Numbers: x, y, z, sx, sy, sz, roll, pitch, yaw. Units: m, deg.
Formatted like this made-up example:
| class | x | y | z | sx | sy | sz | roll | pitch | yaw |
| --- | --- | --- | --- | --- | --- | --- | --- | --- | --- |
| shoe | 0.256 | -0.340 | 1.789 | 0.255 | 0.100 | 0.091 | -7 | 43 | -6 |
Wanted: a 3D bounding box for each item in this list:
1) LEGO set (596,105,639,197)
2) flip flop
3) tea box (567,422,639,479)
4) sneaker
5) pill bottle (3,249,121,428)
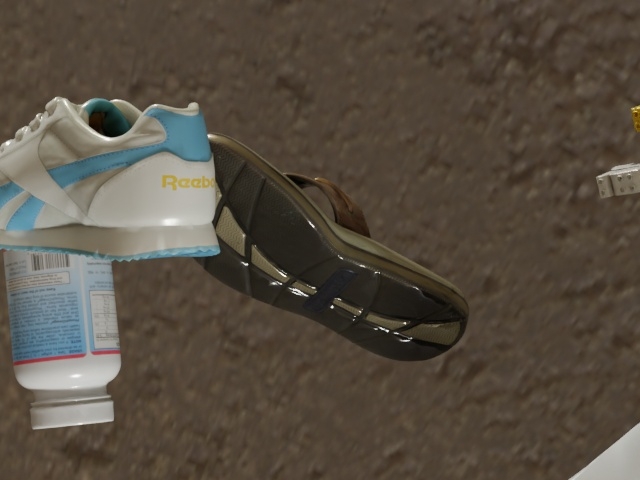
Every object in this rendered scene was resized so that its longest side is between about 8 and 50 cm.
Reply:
| class | x | y | z | sx | sy | sz | roll | pitch | yaw |
| --- | --- | --- | --- | --- | --- | --- | --- | --- | --- |
| LEGO set | 0.305 | -0.087 | 1.490 | 0.093 | 0.227 | 0.087 | -21 | 99 | -48 |
| flip flop | 0.000 | 0.000 | 1.440 | 0.277 | 0.112 | 0.080 | 29 | 42 | -23 |
| tea box | 0.333 | 0.325 | 1.322 | 0.329 | 0.323 | 0.220 | 32 | 46 | 32 |
| sneaker | -0.148 | -0.038 | 1.105 | 0.087 | 0.228 | 0.092 | -3 | 95 | -51 |
| pill bottle | -0.207 | 0.069 | 1.504 | 0.087 | 0.087 | 0.160 | -4 | 85 | -15 |
